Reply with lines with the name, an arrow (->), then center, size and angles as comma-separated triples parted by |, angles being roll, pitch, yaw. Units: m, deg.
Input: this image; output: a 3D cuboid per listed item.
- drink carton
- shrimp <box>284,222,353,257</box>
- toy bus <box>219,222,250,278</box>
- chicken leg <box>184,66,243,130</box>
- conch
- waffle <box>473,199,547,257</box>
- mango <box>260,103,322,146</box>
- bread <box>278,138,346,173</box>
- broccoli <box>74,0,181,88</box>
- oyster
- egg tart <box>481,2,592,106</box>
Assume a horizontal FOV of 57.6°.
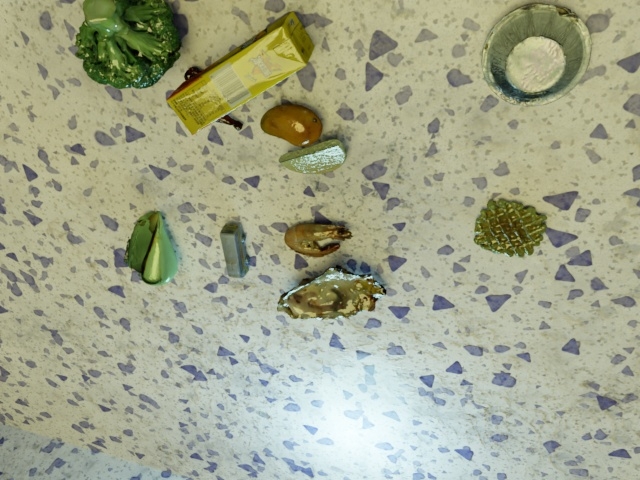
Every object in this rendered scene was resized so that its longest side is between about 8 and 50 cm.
drink carton -> -0.192, -0.407, 1.420 | 0.351, 0.155, 0.111 | -26, 117, 22
shrimp -> -0.001, 0.002, 1.755 | 0.236, 0.053, 0.133 | -6, 121, 26
toy bus -> -0.272, 0.036, 1.856 | 0.064, 0.075, 0.191 | 5, 126, 14
chicken leg -> -0.294, -0.377, 1.577 | 0.093, 0.053, 0.205 | -22, 121, 14
conch -> -0.562, 0.037, 1.912 | 0.143, 0.137, 0.251 | -4, 124, 22
waffle -> 0.509, -0.030, 1.572 | 0.183, 0.036, 0.169 | 14, 127, 7
mango -> -0.075, -0.307, 1.531 | 0.165, 0.089, 0.115 | 23, 139, 4
bread -> -0.005, -0.222, 1.585 | 0.192, 0.036, 0.112 | -11, 152, 29
broccoli -> -0.482, -0.504, 1.422 | 0.269, 0.270, 0.270 | 15, 172, 7
oyster -> 0.027, 0.177, 1.851 | 0.361, 0.096, 0.221 | -30, 116, 34
egg tart -> 0.470, -0.397, 1.277 | 0.234, 0.094, 0.234 | 10, 130, 12
